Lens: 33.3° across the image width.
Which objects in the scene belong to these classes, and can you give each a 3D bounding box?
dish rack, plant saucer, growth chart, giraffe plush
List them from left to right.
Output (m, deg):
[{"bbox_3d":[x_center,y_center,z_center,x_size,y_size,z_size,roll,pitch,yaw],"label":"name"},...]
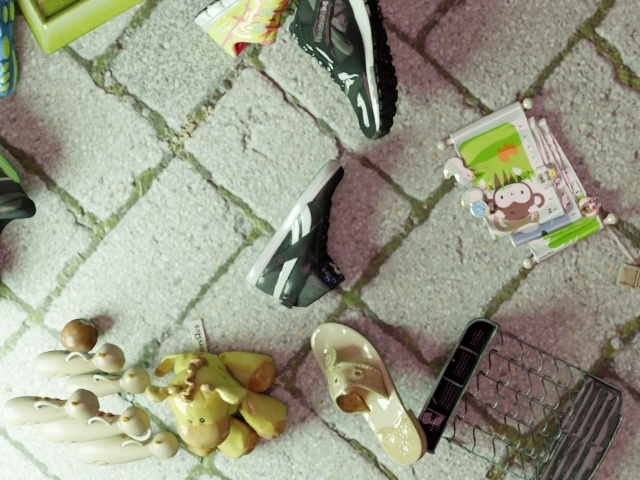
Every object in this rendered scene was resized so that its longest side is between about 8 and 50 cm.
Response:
[{"bbox_3d":[-0.361,-0.390,1.512,0.188,0.045,0.188,-29,93,5],"label":"plant saucer"},{"bbox_3d":[-0.153,0.221,1.496,0.181,0.170,0.210,-30,93,6],"label":"giraffe plush"},{"bbox_3d":[0.287,-0.079,1.518,0.172,0.021,0.237,-34,92,7],"label":"growth chart"},{"bbox_3d":[0.289,0.247,1.523,0.271,0.074,0.208,26,97,0],"label":"dish rack"}]

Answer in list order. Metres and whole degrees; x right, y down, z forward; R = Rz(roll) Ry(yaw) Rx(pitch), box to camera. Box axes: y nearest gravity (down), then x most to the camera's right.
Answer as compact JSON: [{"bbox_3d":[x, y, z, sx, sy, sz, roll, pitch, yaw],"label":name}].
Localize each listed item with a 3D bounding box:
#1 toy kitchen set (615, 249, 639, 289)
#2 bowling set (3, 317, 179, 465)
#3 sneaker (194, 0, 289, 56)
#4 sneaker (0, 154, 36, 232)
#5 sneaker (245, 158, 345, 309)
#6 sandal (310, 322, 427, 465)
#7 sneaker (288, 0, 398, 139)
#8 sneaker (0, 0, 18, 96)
[{"bbox_3d":[0.470,0.042,1.490,0.083,0.075,0.068,13,95,-2],"label":"toy kitchen set"},{"bbox_3d":[-0.308,0.194,1.498,0.154,0.287,0.200,-6,67,12],"label":"bowling set"},{"bbox_3d":[-0.077,-0.318,1.461,0.208,0.081,0.094,-21,109,45],"label":"sneaker"},{"bbox_3d":[-0.575,0.088,1.503,0.202,0.185,0.483,35,98,4],"label":"sneaker"},{"bbox_3d":[0.000,0.000,1.519,0.121,0.079,0.217,34,105,-4],"label":"sneaker"},{"bbox_3d":[0.056,0.212,1.490,0.088,0.079,0.240,-44,72,20],"label":"sandal"},{"bbox_3d":[0.026,-0.274,1.488,0.124,0.107,0.283,-11,91,19],"label":"sneaker"},{"bbox_3d":[-0.474,-0.297,1.509,0.078,0.067,0.188,5,109,9],"label":"sneaker"}]
